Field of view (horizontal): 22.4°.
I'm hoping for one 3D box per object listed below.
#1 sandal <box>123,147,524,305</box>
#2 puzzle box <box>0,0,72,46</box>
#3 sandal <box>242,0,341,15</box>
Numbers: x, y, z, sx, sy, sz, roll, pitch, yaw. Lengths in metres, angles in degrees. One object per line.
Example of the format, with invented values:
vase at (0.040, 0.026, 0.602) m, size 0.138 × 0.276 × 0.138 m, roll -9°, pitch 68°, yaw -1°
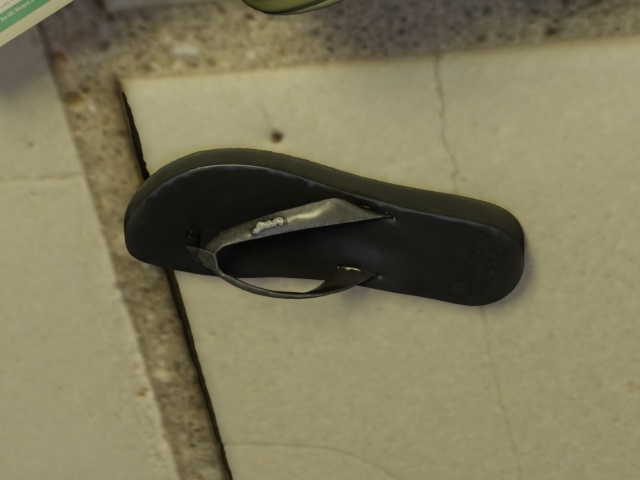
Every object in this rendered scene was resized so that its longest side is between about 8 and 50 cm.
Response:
sandal at (0.001, -0.001, 1.005) m, size 0.254 × 0.054 × 0.097 m, roll 5°, pitch 133°, yaw 3°
puzzle box at (-0.132, -0.268, 0.758) m, size 0.409 × 0.052 × 0.272 m, roll -26°, pitch 118°, yaw 29°
sandal at (0.091, -0.169, 0.758) m, size 0.302 × 0.120 × 0.086 m, roll -17°, pitch 138°, yaw 22°
